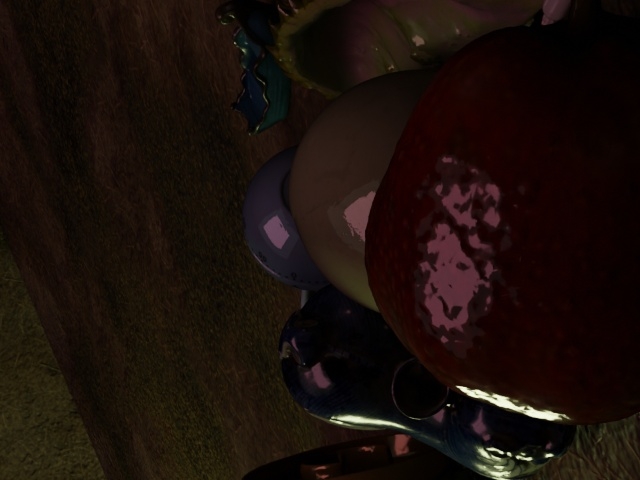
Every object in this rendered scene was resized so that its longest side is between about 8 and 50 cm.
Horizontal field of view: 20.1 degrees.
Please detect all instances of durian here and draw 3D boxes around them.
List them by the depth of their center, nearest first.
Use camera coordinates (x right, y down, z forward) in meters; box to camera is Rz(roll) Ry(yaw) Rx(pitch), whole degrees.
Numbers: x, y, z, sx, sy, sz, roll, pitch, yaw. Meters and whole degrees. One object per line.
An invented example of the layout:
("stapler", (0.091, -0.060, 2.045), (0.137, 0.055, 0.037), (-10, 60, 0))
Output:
("durian", (0.062, -0.194, 1.612), (0.169, 0.157, 0.355), (53, 159, 1))

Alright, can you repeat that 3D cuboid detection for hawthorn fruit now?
("hawthorn fruit", (0.173, -0.046, 1.299), (0.284, 0.284, 0.369), (-141, 46, -56))

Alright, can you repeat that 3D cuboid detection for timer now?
("timer", (0.015, -0.002, 1.961), (0.175, 0.175, 0.255), (55, -178, 38))

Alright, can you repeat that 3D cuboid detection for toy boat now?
("toy boat", (-0.083, -0.205, 2.088), (0.075, 0.077, 0.185), (57, 156, 37))

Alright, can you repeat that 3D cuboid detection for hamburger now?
("hamburger", (0.048, 0.334, 1.955), (0.274, 0.274, 0.212), (175, 84, -70))

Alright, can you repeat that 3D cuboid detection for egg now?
("egg", (0.085, -0.041, 1.585), (0.219, 0.219, 0.269), (71, 162, -1))

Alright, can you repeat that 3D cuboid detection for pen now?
("pen", (0.203, -0.218, 1.391), (0.026, 0.026, 0.218), (64, 159, 19))

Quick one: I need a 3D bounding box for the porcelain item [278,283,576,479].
("porcelain item", (0.097, 0.136, 1.659), (0.186, 0.288, 0.138), (21, -88, -87))
